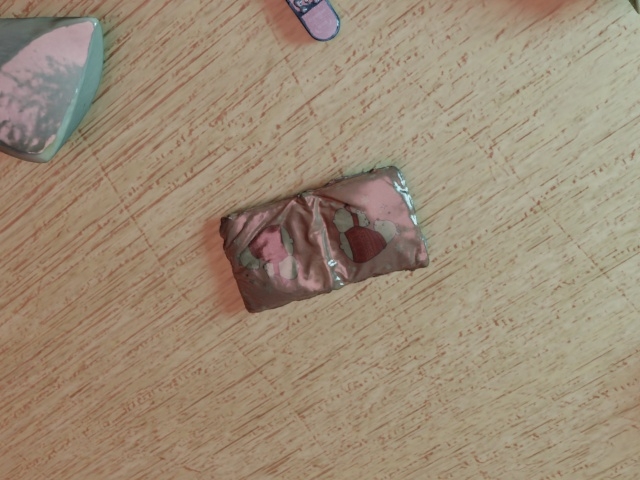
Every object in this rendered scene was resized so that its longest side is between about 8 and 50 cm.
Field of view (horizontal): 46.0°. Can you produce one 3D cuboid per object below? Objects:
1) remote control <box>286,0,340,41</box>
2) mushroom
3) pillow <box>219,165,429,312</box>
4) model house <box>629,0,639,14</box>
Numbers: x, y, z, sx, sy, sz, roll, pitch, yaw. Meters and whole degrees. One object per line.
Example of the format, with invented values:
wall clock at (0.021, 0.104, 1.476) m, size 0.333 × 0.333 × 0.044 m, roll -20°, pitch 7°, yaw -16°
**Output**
remote control at (-0.030, -0.289, 0.838) m, size 0.043 × 0.027 × 0.152 m, roll -31°, pitch 101°, yaw 21°
mushroom at (-0.451, -0.229, 0.858) m, size 0.397 × 0.126 × 0.177 m, roll 20°, pitch 100°, yaw 0°
pillow at (0.000, 0.000, 0.919) m, size 0.248 × 0.049 × 0.135 m, roll -17°, pitch 105°, yaw 16°
model house at (0.319, -0.324, 0.735) m, size 0.100 × 0.149 × 0.127 m, roll -27°, pitch 147°, yaw 12°
